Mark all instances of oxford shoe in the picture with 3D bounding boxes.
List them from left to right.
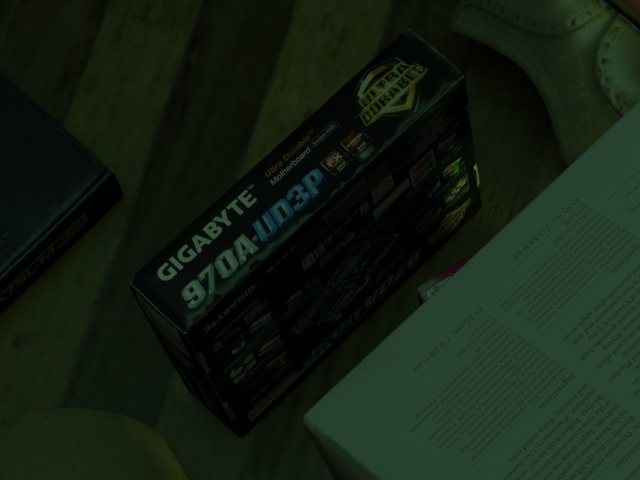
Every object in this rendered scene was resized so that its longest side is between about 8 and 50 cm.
[{"bbox_3d":[0.225,-0.063,1.229,0.130,0.123,0.348,-48,70,15],"label":"oxford shoe"}]

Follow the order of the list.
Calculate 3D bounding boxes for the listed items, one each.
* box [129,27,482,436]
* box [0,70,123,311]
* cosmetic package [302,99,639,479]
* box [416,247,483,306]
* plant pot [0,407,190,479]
[{"bbox_3d":[0.000,0.000,1.175,0.220,0.175,0.051,-43,67,-11],"label":"box"},{"bbox_3d":[-0.258,-0.032,1.288,0.190,0.045,0.184,42,80,19],"label":"box"},{"bbox_3d":[0.223,0.058,0.990,0.377,0.097,0.284,-42,47,-13],"label":"cosmetic package"},{"bbox_3d":[0.176,0.112,1.136,0.128,0.122,0.257,-31,68,-8],"label":"box"},{"bbox_3d":[-0.135,0.236,1.073,0.256,0.256,0.274,-8,51,3],"label":"plant pot"}]
